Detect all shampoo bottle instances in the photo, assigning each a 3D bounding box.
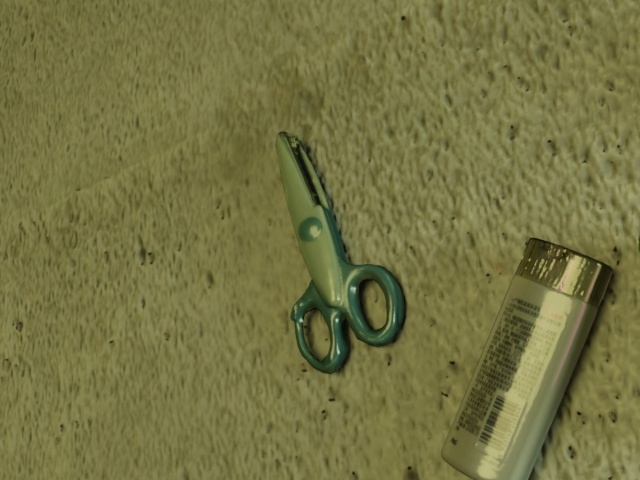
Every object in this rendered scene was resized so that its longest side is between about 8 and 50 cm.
[{"bbox_3d":[0.189,0.115,0.959,0.086,0.056,0.227,22,91,42],"label":"shampoo bottle"}]

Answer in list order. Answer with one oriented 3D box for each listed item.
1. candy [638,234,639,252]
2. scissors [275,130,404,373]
[{"bbox_3d":[0.328,0.062,0.847,0.097,0.097,0.209,-44,49,20],"label":"candy"},{"bbox_3d":[0.000,0.000,1.149,0.138,0.041,0.289,-31,64,26],"label":"scissors"}]
